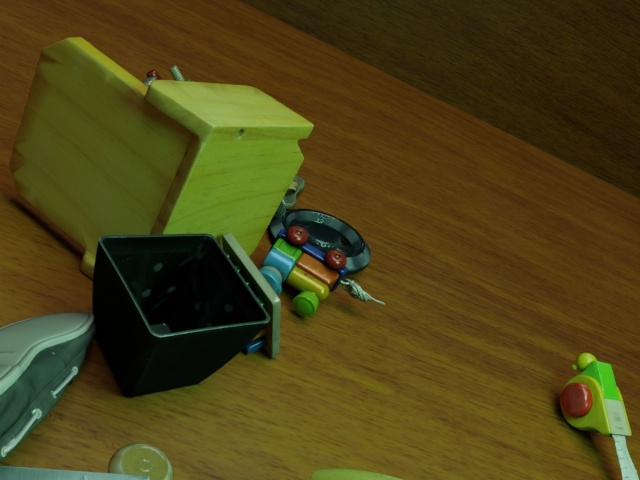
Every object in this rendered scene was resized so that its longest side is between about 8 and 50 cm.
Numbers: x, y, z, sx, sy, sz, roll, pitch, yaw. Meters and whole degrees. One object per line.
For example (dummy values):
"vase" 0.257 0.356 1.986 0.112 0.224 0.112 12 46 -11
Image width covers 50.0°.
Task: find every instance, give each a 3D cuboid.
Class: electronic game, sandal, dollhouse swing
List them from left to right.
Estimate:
"dollhouse swing" -0.267 -0.131 1.125 0.305 0.346 0.315 44 32 24
"sandal" -0.077 -0.123 1.578 0.072 0.049 0.180 19 28 7
"electronic game" 0.000 0.000 1.470 0.229 0.048 0.229 17 28 -9

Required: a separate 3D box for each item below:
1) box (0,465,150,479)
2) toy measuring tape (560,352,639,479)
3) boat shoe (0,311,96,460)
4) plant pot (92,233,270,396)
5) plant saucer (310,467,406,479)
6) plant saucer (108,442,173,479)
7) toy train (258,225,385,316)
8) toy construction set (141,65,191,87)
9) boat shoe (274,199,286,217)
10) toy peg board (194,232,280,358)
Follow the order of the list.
"box" -0.287 0.325 0.698 0.231 0.056 0.183 15 33 -26
"toy measuring tape" 0.550 0.384 1.363 0.122 0.121 0.330 15 55 -26
"boat shoe" -0.362 0.168 0.826 0.112 0.095 0.335 1 9 1
"plant pot" -0.218 0.114 0.975 0.188 0.167 0.188 -3 42 -44
"plant saucer" 0.170 0.432 0.847 0.333 0.081 0.332 26 27 -36
"plant saucer" -0.222 0.286 0.861 0.084 0.015 0.083 23 30 -14
"toy train" -0.002 0.092 1.285 0.248 0.105 0.143 32 39 2
"toy construction set" -0.308 -0.165 1.315 0.237 0.258 0.308 61 30 -31
"boat shoe" -0.154 -0.116 1.496 0.219 0.078 0.070 43 -3 39
"toy peg board" -0.140 0.103 1.109 0.079 0.160 0.161 -24 56 -23
